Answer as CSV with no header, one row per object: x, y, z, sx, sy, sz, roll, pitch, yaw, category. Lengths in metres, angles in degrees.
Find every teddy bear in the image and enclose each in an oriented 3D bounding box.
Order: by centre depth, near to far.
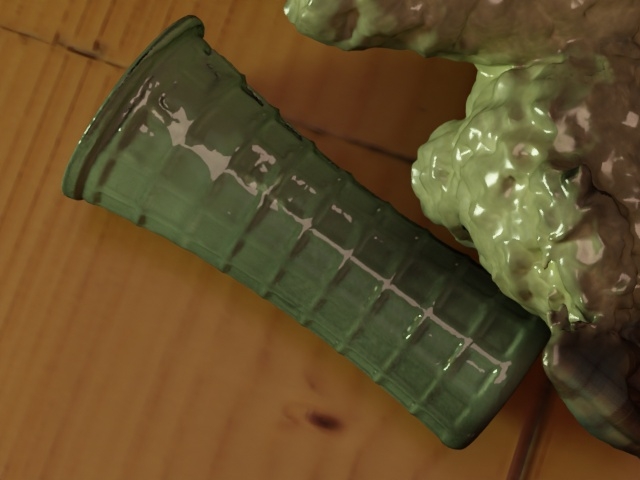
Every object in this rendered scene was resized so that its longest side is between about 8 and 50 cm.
0.082,-0.083,0.973,0.375,0.327,0.362,12,94,31,teddy bear

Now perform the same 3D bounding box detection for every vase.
0.000,0.000,1.021,0.299,0.143,0.143,36,79,3,vase
